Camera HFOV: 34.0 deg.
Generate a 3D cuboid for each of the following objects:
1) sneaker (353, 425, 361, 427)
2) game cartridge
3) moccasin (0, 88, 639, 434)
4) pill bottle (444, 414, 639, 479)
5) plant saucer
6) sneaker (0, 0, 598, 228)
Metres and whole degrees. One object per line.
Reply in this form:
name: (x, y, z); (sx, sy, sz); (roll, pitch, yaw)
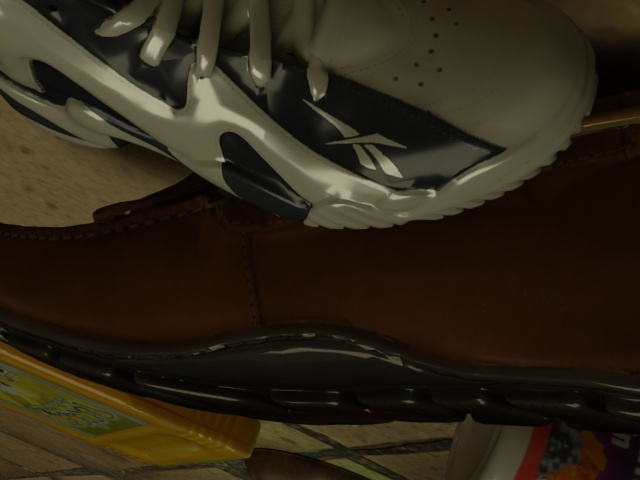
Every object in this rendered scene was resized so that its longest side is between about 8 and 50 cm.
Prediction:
sneaker: (-0.012, 0.108, 0.792); (0.098, 0.038, 0.069); (43, 151, -24)
game cartridge: (-0.258, 0.152, 1.062); (0.323, 0.053, 0.285); (30, 155, -19)
moccasin: (-0.002, -0.001, 0.438); (0.380, 0.147, 0.139); (-6, 160, 39)
pill bottle: (0.182, 0.146, 0.626); (0.193, 0.108, 0.108); (21, 157, -4)
plant saucer: (0.002, 0.287, 1.170); (0.198, 0.036, 0.198); (16, 156, 8)
sneaker: (-0.041, -0.082, 0.320); (0.235, 0.094, 0.153); (19, 167, 28)
